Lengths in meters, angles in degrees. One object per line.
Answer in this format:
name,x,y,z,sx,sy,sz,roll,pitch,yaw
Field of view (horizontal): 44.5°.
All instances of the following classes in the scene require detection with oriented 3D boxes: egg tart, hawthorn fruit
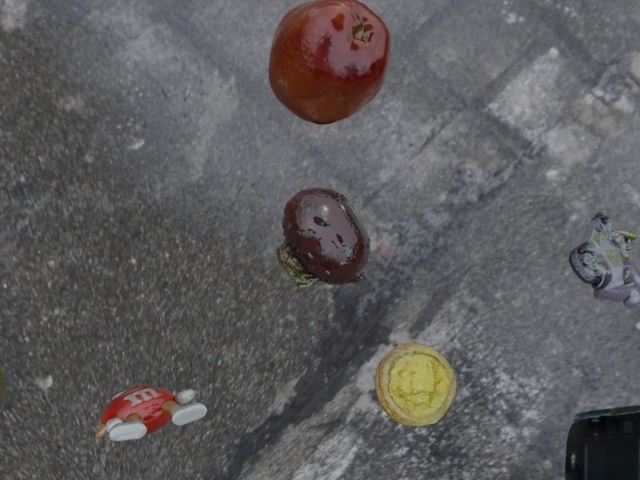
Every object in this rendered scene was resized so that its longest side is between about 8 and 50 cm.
egg tart,0.198,0.313,1.691,0.191,0.074,0.191,7,67,-17
hawthorn fruit,0.013,-0.194,0.839,0.132,0.138,0.133,4,78,-19

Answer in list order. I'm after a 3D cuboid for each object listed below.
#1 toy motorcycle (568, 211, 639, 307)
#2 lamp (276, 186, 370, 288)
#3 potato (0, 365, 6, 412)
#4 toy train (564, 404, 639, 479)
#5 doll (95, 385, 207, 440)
toy motorcycle,0.501,0.043,1.347,0.152,0.073,0.225,51,39,1
lamp,-0.002,-0.001,1.173,0.135,0.156,0.157,-29,66,11
potato,-0.613,0.273,1.300,0.159,0.251,0.174,34,33,-28
toy train,0.306,0.154,0.541,0.089,0.409,0.086,15,71,-9
doll,-0.296,0.290,1.330,0.183,0.217,0.085,-14,90,-24
